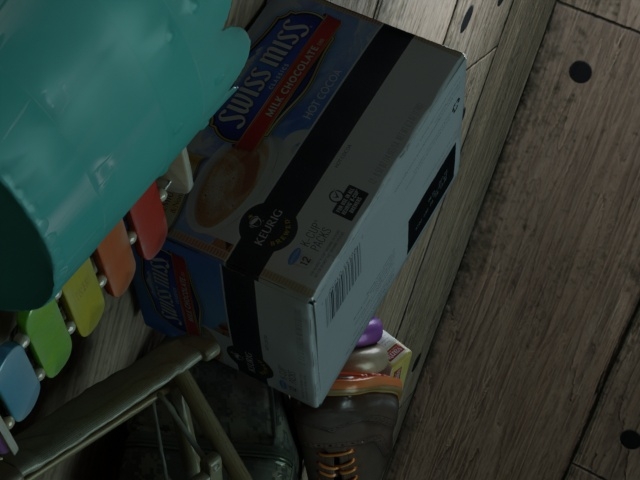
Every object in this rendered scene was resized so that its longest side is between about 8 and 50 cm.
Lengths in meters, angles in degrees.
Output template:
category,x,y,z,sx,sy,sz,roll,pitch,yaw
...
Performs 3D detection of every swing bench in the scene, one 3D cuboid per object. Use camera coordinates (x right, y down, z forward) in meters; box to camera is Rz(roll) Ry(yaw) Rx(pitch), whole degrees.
category,x,y,z,sx,sy,sz,roll,pitch,yaw
swing bench,-0.197,0.254,1.478,0.253,0.165,0.255,-31,109,-35

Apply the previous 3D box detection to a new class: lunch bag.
category,x,y,z,sx,sy,sz,roll,pitch,yaw
lunch bag,-0.120,0.244,1.819,0.305,0.212,0.256,78,20,-68

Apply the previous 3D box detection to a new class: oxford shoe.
category,x,y,z,sx,sy,sz,roll,pitch,yaw
oxford shoe,0.034,0.232,1.794,0.364,0.130,0.133,58,34,-71

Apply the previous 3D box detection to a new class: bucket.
category,x,y,z,sx,sy,sz,roll,pitch,yaw
bucket,-0.198,-0.105,0.860,0.183,0.281,0.281,-56,163,-27

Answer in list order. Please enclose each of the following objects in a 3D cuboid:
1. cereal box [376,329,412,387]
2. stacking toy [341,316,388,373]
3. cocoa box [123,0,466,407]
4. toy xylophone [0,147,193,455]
category,x,y,z,sx,sy,sz,roll,pitch,yaw
cereal box,0.006,0.142,2.027,0.047,0.240,0.173,-35,150,-34
stacking toy,0.000,0.000,1.866,0.141,0.141,0.330,-11,96,-72
cocoa box,-0.023,-0.051,1.627,0.347,0.228,0.231,-58,162,-27
toy xylophone,-0.223,0.038,1.364,0.323,0.081,0.236,-61,165,-15
